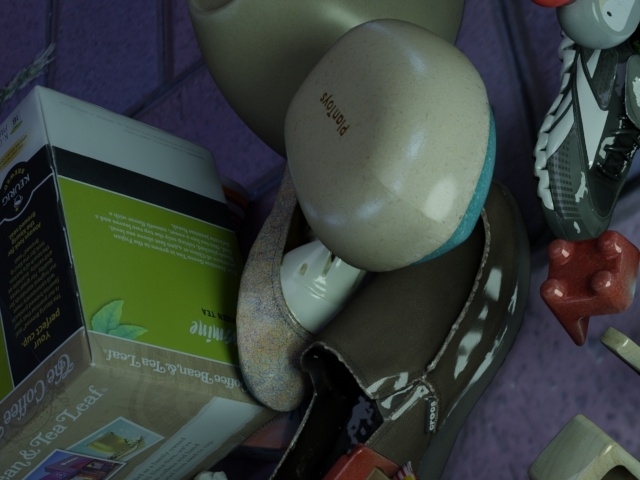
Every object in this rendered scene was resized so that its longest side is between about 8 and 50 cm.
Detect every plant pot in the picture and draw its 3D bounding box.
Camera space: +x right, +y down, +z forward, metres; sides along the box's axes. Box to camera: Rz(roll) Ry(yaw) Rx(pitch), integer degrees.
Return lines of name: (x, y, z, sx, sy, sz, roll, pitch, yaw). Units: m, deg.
plant pot: (-0.023, -0.238, 1.474, 0.284, 0.191, 0.284, -27, 49, 36)

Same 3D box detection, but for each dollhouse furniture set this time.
dollhouse furniture set: (0.166, 0.163, 1.052, 0.374, 0.152, 0.201, -51, 37, -2)

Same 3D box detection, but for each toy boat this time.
toy boat: (0.111, -0.113, 1.170, 0.318, 0.148, 0.267, -48, 33, 20)

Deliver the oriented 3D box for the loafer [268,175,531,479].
loafer: (0.062, 0.100, 1.208, 0.134, 0.130, 0.366, 7, 73, 51)

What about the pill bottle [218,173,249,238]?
pill bottle: (-0.134, 0.008, 1.528, 0.086, 0.086, 0.152, -3, 65, 48)

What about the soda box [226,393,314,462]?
soda box: (-0.070, 0.172, 1.374, 0.183, 0.058, 0.063, -4, 64, 47)

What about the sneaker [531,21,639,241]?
sneaker: (0.238, -0.102, 1.179, 0.106, 0.078, 0.234, -14, 55, 47)

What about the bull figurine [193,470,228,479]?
bull figurine: (-0.141, 0.354, 1.288, 0.310, 0.101, 0.188, -46, 61, 10)

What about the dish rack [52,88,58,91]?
dish rack: (-0.390, -0.022, 1.809, 0.333, 0.072, 0.285, -16, 55, 58)

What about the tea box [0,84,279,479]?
tea box: (-0.249, 0.094, 1.383, 0.329, 0.220, 0.323, -41, 49, 31)

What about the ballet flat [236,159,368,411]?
ballet flat: (0.000, 0.000, 1.305, 0.106, 0.108, 0.316, -29, 42, 45)
